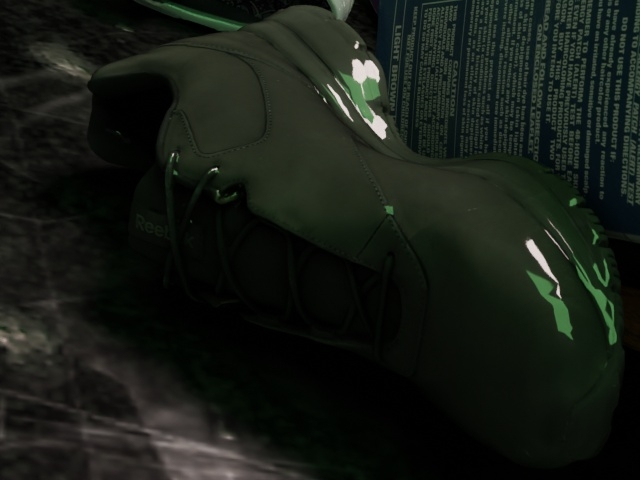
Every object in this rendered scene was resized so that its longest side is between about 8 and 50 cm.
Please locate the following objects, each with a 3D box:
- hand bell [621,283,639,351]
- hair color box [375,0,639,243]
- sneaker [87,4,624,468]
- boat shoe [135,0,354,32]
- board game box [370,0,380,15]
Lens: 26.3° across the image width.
[{"bbox_3d":[0.135,0.035,0.563,0.242,0.126,0.126,20,25,30],"label":"hand bell"},{"bbox_3d":[0.164,-0.053,0.544,0.174,0.105,0.347,2,6,-21],"label":"hair color box"},{"bbox_3d":[0.000,0.000,0.533,0.130,0.109,0.286,-12,33,-29],"label":"sneaker"},{"bbox_3d":[-0.087,-0.172,0.785,0.227,0.079,0.081,19,23,-6],"label":"boat shoe"},{"bbox_3d":[0.120,-0.204,1.008,0.208,0.056,0.347,6,31,-15],"label":"board game box"}]
